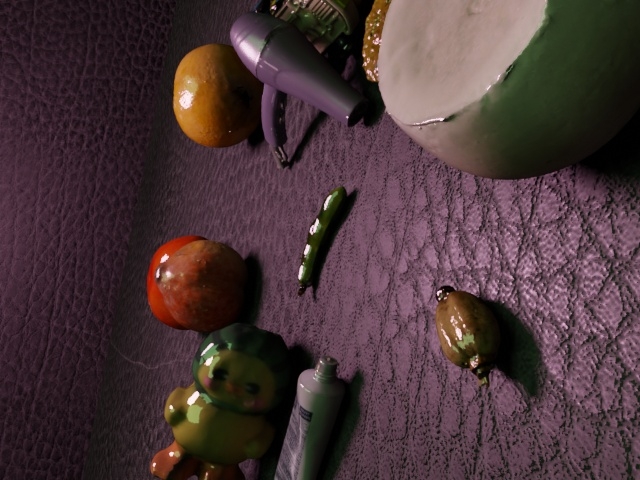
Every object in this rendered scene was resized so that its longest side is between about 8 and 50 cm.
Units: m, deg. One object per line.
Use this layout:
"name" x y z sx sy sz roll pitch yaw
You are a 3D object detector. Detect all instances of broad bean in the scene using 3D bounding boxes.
"broad bean" -0.002 -0.001 1.175 0.069 0.039 0.227 -130 56 -65

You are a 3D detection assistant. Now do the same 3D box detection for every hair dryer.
"hair dryer" -0.053 -0.258 1.277 0.301 0.121 0.361 40 153 16

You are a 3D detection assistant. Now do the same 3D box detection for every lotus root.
"lotus root" 0.177 0.110 0.747 0.072 0.063 0.152 -33 37 18

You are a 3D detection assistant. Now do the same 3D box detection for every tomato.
"tomato" -0.369 0.112 1.685 0.260 0.180 0.260 -175 90 -68

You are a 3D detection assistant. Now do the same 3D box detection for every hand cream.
"hand cream" -0.025 0.345 1.052 0.124 0.077 0.341 -133 52 -58

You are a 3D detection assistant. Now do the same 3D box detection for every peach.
"peach" -0.284 0.101 1.472 0.232 0.232 0.232 -36 47 53

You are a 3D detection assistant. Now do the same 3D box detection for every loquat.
"loquat" -0.264 -0.371 1.619 0.263 0.263 0.263 -36 47 53

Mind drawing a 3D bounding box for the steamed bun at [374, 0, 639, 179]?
"steamed bun" 0.217 -0.217 0.655 0.324 0.206 0.324 -38 44 50

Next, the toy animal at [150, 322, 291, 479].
"toy animal" -0.177 0.309 1.210 0.191 0.216 0.338 -73 6 -77

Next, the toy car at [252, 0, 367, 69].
"toy car" -0.006 -0.471 1.276 0.248 0.204 0.198 -28 30 56

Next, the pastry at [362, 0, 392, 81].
"pastry" 0.146 -0.322 0.958 0.189 0.103 0.189 -36 48 54
